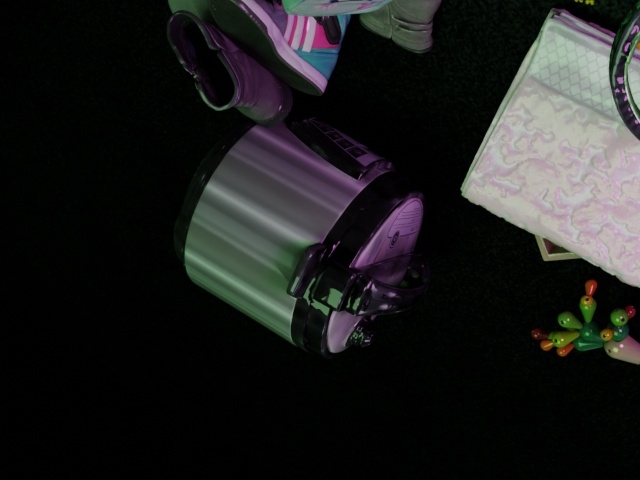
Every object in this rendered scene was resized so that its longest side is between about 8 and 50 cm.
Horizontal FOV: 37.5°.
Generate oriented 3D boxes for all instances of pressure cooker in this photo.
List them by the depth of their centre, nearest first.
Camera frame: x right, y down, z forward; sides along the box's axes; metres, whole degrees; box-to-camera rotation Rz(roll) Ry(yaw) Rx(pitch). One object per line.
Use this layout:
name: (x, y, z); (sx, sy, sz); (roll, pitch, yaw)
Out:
pressure cooker: (-0.002, 0.005, 1.705); (0.420, 0.370, 0.376); (30, 148, 19)

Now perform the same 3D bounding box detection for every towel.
towel: (0.405, -0.122, 1.350); (0.331, 0.053, 0.317); (30, 119, 15)

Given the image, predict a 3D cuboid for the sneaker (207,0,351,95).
sneaker: (-0.047, -0.371, 1.486); (0.123, 0.179, 0.295); (20, 171, 33)

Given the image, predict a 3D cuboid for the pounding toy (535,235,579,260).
pounding toy: (0.429, -0.076, 1.460); (0.206, 0.094, 0.181); (-7, 117, 38)

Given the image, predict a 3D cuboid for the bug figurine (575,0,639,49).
bug figurine: (0.419, -0.373, 1.144); (0.216, 0.072, 0.279); (23, 138, 12)

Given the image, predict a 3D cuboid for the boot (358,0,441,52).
boot: (0.076, -0.390, 1.448); (0.246, 0.083, 0.161); (34, 151, 11)

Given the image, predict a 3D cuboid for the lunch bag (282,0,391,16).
lunch bag: (0.073, -0.395, 1.225); (0.160, 0.262, 0.223); (49, 168, -13)

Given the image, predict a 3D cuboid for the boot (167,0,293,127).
boot: (-0.184, -0.343, 1.556); (0.118, 0.222, 0.338); (-43, 71, 15)

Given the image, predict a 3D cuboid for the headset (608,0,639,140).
headset: (0.544, -0.177, 1.112); (0.394, 0.185, 0.244); (15, 122, 2)

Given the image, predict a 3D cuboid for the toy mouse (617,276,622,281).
toy mouse: (0.532, 0.042, 1.541); (0.161, 0.031, 0.143); (-7, 124, 47)

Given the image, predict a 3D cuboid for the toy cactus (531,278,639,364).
toy cactus: (0.495, 0.162, 1.674); (0.180, 0.112, 0.219); (26, 145, -13)
